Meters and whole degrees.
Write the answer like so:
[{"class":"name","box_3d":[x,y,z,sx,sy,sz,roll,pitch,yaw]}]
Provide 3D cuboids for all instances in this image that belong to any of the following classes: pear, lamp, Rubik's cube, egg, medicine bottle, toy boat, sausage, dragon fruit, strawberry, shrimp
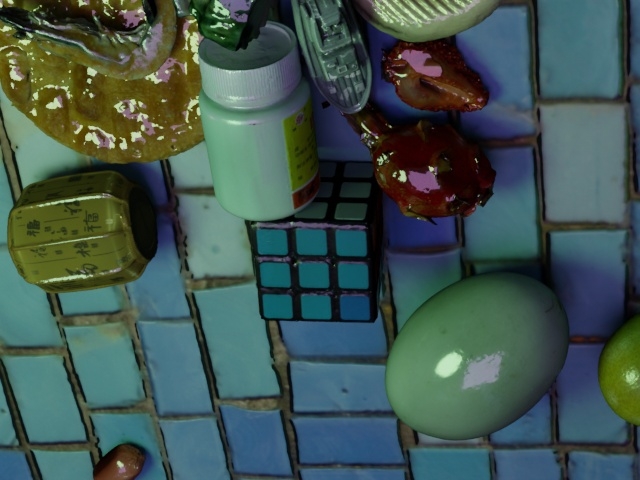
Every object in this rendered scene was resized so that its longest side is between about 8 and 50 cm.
[{"class":"pear","box_3d":[0.458,0.190,1.962,0.180,0.166,0.216,10,148,-12]},{"class":"lamp","box_3d":[-0.325,-0.011,1.961,0.185,0.161,0.161,-11,121,14]},{"class":"Rubik's cube","box_3d":[0.000,0.000,1.906,0.162,0.163,0.161,0,124,6]},{"class":"egg","box_3d":[0.210,0.157,1.945,0.282,0.203,0.203,-36,111,25]},{"class":"medicine bottle","box_3d":[-0.077,-0.146,1.780,0.139,0.139,0.225,0,129,10]},{"class":"toy boat","box_3d":[0.017,-0.229,1.718,0.078,0.085,0.260,-21,148,1]},{"class":"sausage","box_3d":[-0.316,0.360,2.260,0.054,0.059,0.094,37,120,-21]},{"class":"dragon fruit","box_3d":[0.109,-0.114,1.850,0.246,0.125,0.125,40,139,3]},{"class":"strawberry","box_3d":[0.142,-0.202,1.815,0.152,0.048,0.104,24,128,-2]},{"class":"shrimp","box_3d":[-0.282,-0.279,1.748,0.219,0.046,0.152,14,117,-5]}]

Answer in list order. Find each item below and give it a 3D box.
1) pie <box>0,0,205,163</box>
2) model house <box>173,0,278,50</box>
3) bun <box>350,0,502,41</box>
[{"class":"pie","box_3d":[-0.263,-0.244,1.842,0.339,0.083,0.340,3,122,5]},{"class":"model house","box_3d":[-0.136,-0.404,1.611,0.284,0.243,0.298,28,110,3]},{"class":"bun","box_3d":[0.126,-0.338,1.688,0.222,0.127,0.222,8,113,20]}]
